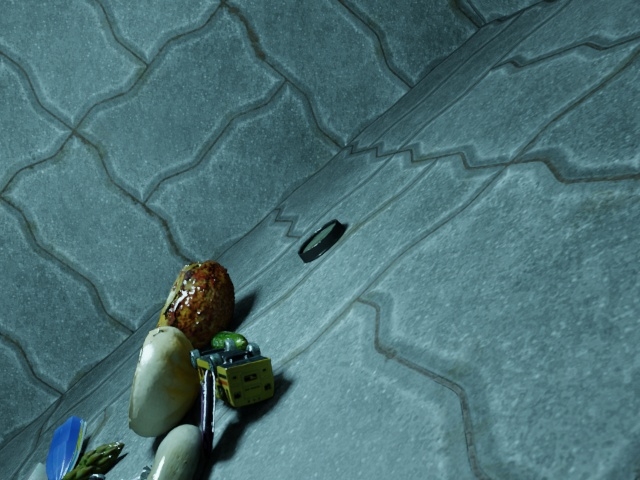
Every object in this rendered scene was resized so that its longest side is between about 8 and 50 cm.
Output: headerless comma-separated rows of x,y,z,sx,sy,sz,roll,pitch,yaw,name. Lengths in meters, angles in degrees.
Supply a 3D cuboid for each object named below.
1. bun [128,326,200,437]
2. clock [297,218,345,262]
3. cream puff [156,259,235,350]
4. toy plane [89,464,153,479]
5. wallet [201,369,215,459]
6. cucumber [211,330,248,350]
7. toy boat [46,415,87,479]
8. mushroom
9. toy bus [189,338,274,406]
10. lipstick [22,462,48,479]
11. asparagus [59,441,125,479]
-0.404,0.379,1.783,0.299,0.164,0.299,-171,90,-83,bun
0.000,0.000,2.227,0.184,0.040,0.184,-39,13,11,clock
-0.406,0.226,2.227,0.350,0.228,0.350,-58,16,28,cream puff
-0.485,0.596,1.538,0.273,0.107,0.182,-28,23,30,toy plane
-0.251,0.386,1.473,0.166,0.030,0.111,-100,18,-48,wallet
-0.265,0.300,1.952,0.069,0.069,0.227,-48,17,-26,cucumber
-0.856,0.726,2.225,0.129,0.088,0.295,-39,24,5,toy boat
-0.312,0.495,1.372,0.351,0.094,0.123,-71,-10,-69,mushroom
-0.219,0.318,1.608,0.121,0.123,0.335,-12,0,-25,toy bus
-0.972,0.852,2.150,0.066,0.068,0.317,-39,13,12,lipstick
-0.674,0.662,1.918,0.287,0.080,0.080,-38,13,11,asparagus
